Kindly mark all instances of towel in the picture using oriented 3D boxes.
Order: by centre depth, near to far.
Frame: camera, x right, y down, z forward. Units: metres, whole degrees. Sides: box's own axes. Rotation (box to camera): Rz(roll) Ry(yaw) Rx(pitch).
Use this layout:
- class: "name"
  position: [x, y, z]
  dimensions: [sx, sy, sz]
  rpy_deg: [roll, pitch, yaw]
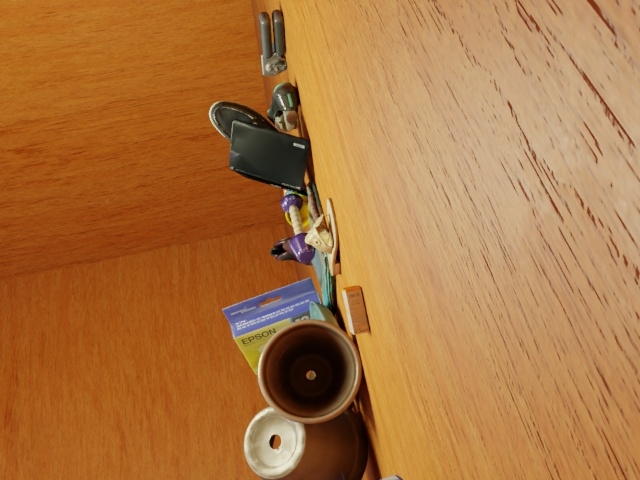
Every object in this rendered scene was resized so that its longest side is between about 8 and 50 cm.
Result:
- class: "towel"
  position: [0.000, 0.033, 2.072]
  dimensions: [0.370, 0.040, 0.272]
  rpy_deg: [86, 170, -58]

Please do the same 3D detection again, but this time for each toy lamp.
- class: "toy lamp"
  position: [-0.063, -0.036, 2.024]
  dimensions: [0.275, 0.080, 0.080]
  rpy_deg: [-105, 6, -50]

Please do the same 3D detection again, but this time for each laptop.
- class: "laptop"
  position: [-0.134, -0.236, 2.028]
  dimensions: [0.264, 0.234, 0.137]
  rpy_deg: [19, -91, -80]

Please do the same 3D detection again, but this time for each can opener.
- class: "can opener"
  position: [-0.146, -0.594, 2.059]
  dimensions: [0.283, 0.075, 0.095]
  rpy_deg: [93, 164, -67]

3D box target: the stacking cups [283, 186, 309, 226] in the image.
- class: "stacking cups"
  position: [-0.082, -0.137, 2.316]
  dimensions: [0.316, 0.096, 0.096]
  rpy_deg: [-110, 10, -69]

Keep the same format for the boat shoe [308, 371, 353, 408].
- class: "boat shoe"
  position: [0.045, 0.533, 2.217]
  dimensions: [0.342, 0.123, 0.123]
  rpy_deg: [-135, 57, -65]

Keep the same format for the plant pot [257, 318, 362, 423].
- class: "plant pot"
  position: [-0.027, 0.354, 1.831]
  dimensions: [0.229, 0.262, 0.263]
  rpy_deg: [93, 165, -75]

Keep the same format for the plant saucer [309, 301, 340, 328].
- class: "plant saucer"
  position: [0.040, 0.329, 2.072]
  dimensions: [0.317, 0.043, 0.318]
  rpy_deg: [163, 90, -79]

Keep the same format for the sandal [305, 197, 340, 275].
- class: "sandal"
  position: [0.001, 0.004, 1.735]
  dimensions: [0.088, 0.079, 0.240]
  rpy_deg: [-107, 7, -47]

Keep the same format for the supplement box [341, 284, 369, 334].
- class: "supplement box"
  position: [0.075, 0.148, 1.477]
  dimensions: [0.062, 0.036, 0.099]
  rpy_deg: [176, 82, -85]

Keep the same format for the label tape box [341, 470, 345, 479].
- class: "label tape box"
  position: [0.144, 0.785, 1.771]
  dimensions: [0.334, 0.105, 0.241]
  rpy_deg: [-107, 7, -64]

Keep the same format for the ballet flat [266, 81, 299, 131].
- class: "ballet flat"
  position: [-0.108, -0.378, 2.054]
  dimensions: [0.280, 0.095, 0.096]
  rpy_deg: [118, 131, -83]

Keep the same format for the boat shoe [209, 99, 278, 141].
- class: "boat shoe"
  position: [-0.184, -0.301, 2.082]
  dimensions: [0.340, 0.127, 0.113]
  rpy_deg: [40, -174, -18]

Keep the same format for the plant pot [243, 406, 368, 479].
- class: "plant pot"
  position: [-0.066, 0.576, 1.930]
  dimensions: [0.280, 0.323, 0.323]
  rpy_deg: [40, -149, -56]

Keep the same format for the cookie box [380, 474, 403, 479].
- class: "cookie box"
  position: [0.157, 0.542, 1.432]
  dimensions: [0.107, 0.040, 0.092]
  rpy_deg: [96, 161, -77]

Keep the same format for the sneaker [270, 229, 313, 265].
- class: "sneaker"
  position: [-0.098, 0.034, 2.463]
  dimensions: [0.281, 0.162, 0.107]
  rpy_deg: [96, 161, -74]

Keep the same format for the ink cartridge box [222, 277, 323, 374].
- class: "ink cartridge box"
  position: [-0.123, 0.284, 2.241]
  dimensions: [0.307, 0.303, 0.072]
  rpy_deg: [67, -177, -47]
